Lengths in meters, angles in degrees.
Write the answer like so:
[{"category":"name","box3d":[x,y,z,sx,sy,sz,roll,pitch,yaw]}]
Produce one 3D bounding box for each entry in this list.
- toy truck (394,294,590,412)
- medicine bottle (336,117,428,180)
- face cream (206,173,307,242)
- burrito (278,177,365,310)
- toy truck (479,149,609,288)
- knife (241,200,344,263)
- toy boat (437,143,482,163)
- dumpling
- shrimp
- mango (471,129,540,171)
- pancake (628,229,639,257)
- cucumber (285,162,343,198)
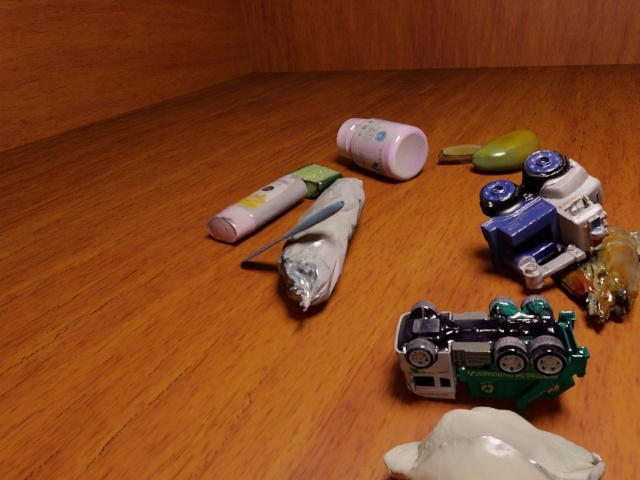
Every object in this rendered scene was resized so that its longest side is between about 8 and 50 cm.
[{"category":"toy truck","box3d":[0.209,0.148,0.584,0.215,0.116,0.110,-5,26,19]},{"category":"medicine bottle","box3d":[0.170,-0.270,1.323,0.151,0.152,0.254,-24,33,-29]},{"category":"face cream","box3d":[-0.145,-0.080,1.124,0.107,0.073,0.269,6,31,38]},{"category":"burrito","box3d":[0.000,0.000,0.905,0.138,0.101,0.446,-19,24,25]},{"category":"toy truck","box3d":[0.390,-0.033,0.798,0.213,0.161,0.177,-33,35,0]},{"category":"knife","box3d":[-0.064,-0.010,0.862,0.312,0.019,0.044,-28,10,40]},{"category":"toy boat","box3d":[0.414,-0.248,1.338,0.149,0.049,0.047,-5,59,-1]},{"category":"dumpling","box3d":[0.172,0.223,0.472,0.181,0.111,0.155,22,8,31]},{"category":"shrimp","box3d":[0.453,0.047,0.777,0.153,0.062,0.294,-6,23,28]},{"category":"mango","box3d":[0.504,-0.240,1.256,0.194,0.092,0.130,-15,30,-6]},{"category":"pancake","box3d":[0.631,0.009,0.837,0.151,0.025,0.152,-6,29,3]},{"category":"cucumber","box3d":[-0.014,-0.158,1.250,0.116,0.062,0.115,26,44,35]}]
